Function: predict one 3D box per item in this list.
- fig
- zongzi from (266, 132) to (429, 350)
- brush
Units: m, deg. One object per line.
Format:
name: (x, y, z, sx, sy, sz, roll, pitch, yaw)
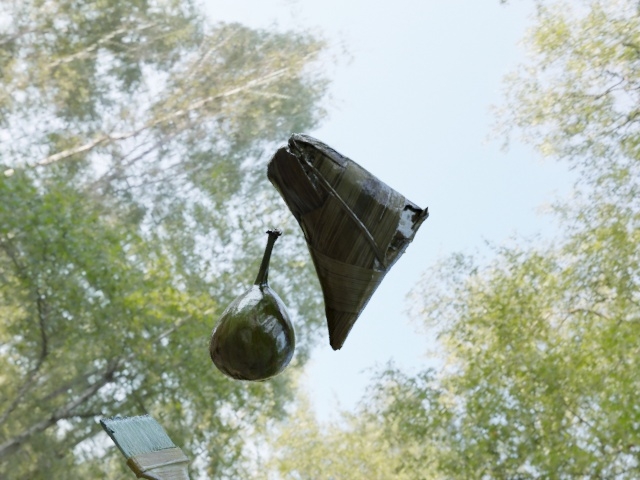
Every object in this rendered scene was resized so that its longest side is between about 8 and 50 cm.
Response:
fig: (-0.116, 0.108, 1.208, 0.151, 0.151, 0.260, -25, -116, 51)
zongzi: (0.000, 0.000, 1.193, 0.285, 0.288, 0.134, 33, -12, -9)
brush: (-0.099, 0.223, 0.588, 0.218, 0.082, 0.010, 43, -85, 22)
